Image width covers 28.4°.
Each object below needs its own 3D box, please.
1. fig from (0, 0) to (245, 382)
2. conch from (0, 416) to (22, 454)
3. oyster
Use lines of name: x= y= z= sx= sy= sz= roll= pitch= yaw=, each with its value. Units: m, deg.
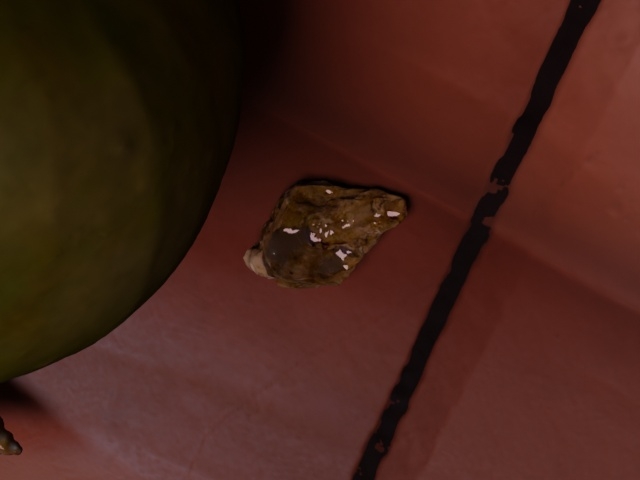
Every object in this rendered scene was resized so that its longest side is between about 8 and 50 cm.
fig: x=-0.194 y=-0.068 z=0.537 sx=0.316 sy=0.316 sz=0.316 roll=13 pitch=124 yaw=20
conch: x=-0.336 y=0.070 z=0.796 sx=0.330 sy=0.093 sz=0.109 roll=20 pitch=136 yaw=3
oyster: x=-0.002 y=-0.002 z=0.635 sx=0.051 sy=0.034 sz=0.093 roll=38 pitch=125 yaw=-8
